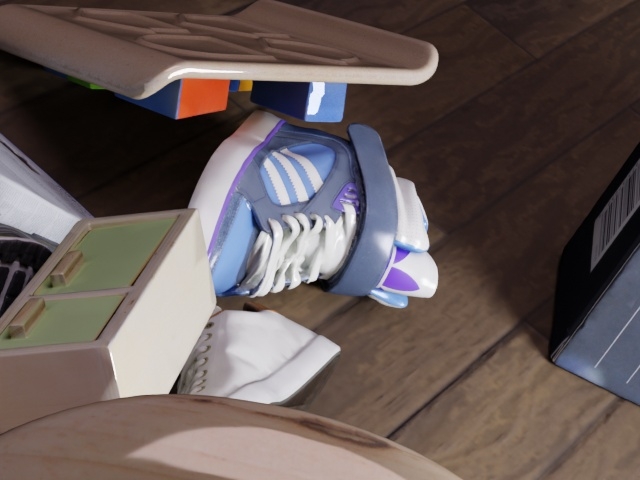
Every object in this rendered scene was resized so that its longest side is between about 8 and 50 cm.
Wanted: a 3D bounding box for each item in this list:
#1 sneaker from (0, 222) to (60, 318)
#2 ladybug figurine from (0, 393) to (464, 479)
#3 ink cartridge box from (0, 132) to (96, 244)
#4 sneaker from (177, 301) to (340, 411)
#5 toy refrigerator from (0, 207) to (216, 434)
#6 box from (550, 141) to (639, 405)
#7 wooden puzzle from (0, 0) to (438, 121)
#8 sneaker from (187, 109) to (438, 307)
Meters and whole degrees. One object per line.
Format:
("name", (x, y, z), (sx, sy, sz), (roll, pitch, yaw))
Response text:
("sneaker", (-0.265, 0.036, 1.542), (0.121, 0.111, 0.300), (23, -2, 15))
("ladybug figurine", (-0.041, 0.254, 1.180), (0.449, 0.305, 0.162), (19, -6, -6))
("ink cartridge box", (-0.316, -0.080, 1.701), (0.223, 0.045, 0.224), (40, 3, 24))
("sneaker", (-0.092, 0.128, 1.620), (0.123, 0.106, 0.290), (34, 23, 10))
("toy refrigerator", (-0.159, 0.061, 1.414), (0.102, 0.094, 0.269), (-5, 20, 12))
("box", (0.478, 0.050, 1.968), (0.395, 0.293, 0.212), (26, 35, -7))
("wooden puzzle", (-0.111, -0.174, 1.912), (0.348, 0.080, 0.322), (-8, 19, -37))
("sneaker", (0.000, 0.000, 1.812), (0.236, 0.130, 0.323), (26, 28, 2))
